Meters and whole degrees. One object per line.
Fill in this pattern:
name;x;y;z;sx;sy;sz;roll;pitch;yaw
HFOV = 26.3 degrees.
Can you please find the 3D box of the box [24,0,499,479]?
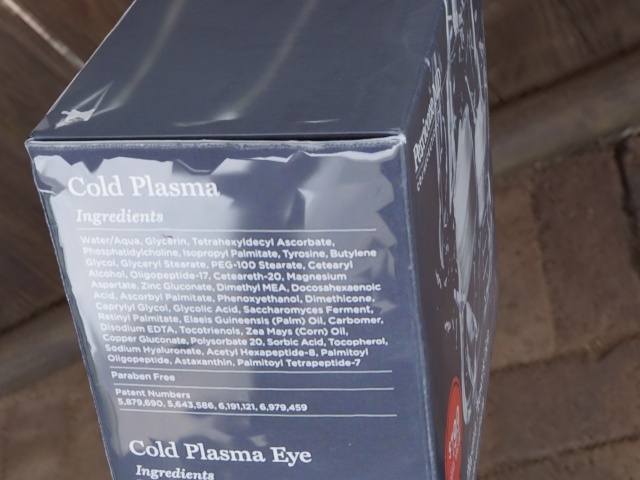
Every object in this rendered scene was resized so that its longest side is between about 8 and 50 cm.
box;0.000;0.000;0.801;0.179;0.313;0.343;-1;32;13
